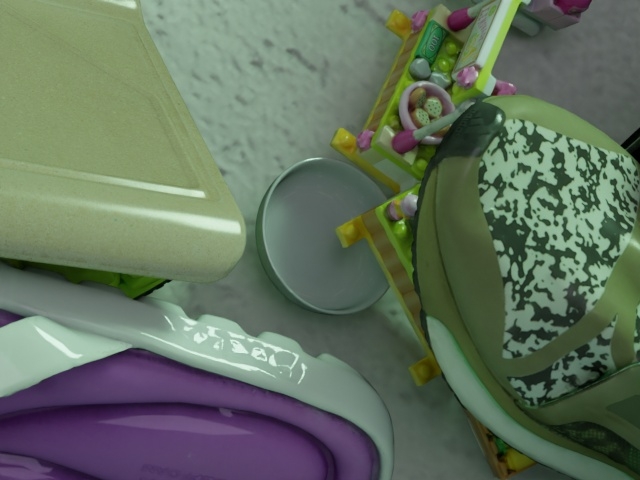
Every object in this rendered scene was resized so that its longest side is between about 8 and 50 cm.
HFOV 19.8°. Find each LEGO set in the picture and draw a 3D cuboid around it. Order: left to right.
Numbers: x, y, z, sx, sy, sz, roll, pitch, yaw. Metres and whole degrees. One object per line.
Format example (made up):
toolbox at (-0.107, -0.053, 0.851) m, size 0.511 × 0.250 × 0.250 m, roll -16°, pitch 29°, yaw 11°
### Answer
LEGO set at (0.087, -0.028, 0.931) m, size 0.132 × 0.107 × 0.287 m, roll 12°, pitch 71°, yaw -28°

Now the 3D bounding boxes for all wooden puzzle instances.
wooden puzzle at (-0.165, -0.069, 0.855) m, size 0.221 × 0.044 × 0.239 m, roll 9°, pitch 35°, yaw -27°

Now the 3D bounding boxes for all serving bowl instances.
serving bowl at (0.000, 0.000, 0.953) m, size 0.083 × 0.027 × 0.083 m, roll 8°, pitch 73°, yaw -29°

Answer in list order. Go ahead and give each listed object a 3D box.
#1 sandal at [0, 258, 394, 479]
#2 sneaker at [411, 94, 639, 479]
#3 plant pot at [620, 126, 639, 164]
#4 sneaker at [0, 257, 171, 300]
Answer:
sandal at (-0.161, 0.089, 0.811) m, size 0.416 × 0.169 × 0.102 m, roll 5°, pitch 37°, yaw -14°
sneaker at (0.213, 0.079, 0.857) m, size 0.410 × 0.182 × 0.158 m, roll 46°, pitch 61°, yaw -20°
plant pot at (0.274, -0.044, 0.961) m, size 0.187 × 0.188 × 0.167 m, roll 40°, pitch 63°, yaw 0°
sneaker at (-0.195, -0.024, 0.872) m, size 0.295 × 0.109 × 0.123 m, roll 3°, pitch 67°, yaw -19°
